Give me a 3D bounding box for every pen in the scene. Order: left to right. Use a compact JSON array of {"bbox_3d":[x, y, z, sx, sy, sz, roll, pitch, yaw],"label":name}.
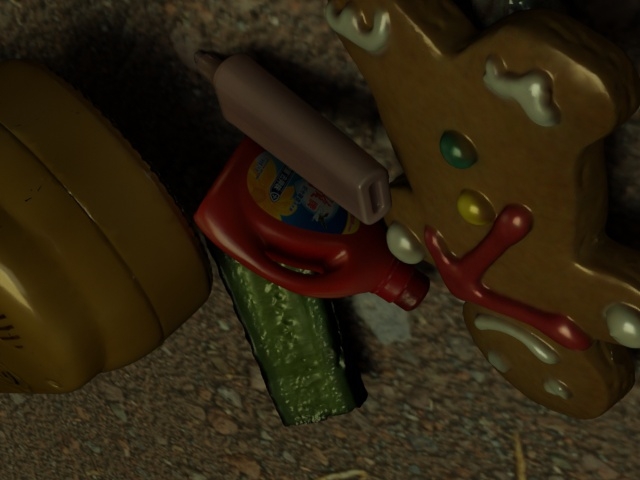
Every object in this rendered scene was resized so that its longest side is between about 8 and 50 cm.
[{"bbox_3d":[-0.026,-0.077,0.688,0.197,0.032,0.053,41,157,35],"label":"pen"}]

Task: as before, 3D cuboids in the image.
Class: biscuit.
[{"bbox_3d":[0.111,0.001,0.632,0.216,0.047,0.339,29,151,38],"label":"biscuit"}]

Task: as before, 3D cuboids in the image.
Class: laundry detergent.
[{"bbox_3d":[0.000,0.000,0.731,0.165,0.097,0.049,33,145,-7],"label":"laundry detergent"}]

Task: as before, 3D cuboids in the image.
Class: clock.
[{"bbox_3d":[-0.219,-0.001,0.798,0.244,0.200,0.317,53,156,-21],"label":"clock"}]

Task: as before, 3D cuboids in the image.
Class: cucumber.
[{"bbox_3d":[-0.028,0.043,0.834,0.078,0.062,0.211,-16,117,5],"label":"cucumber"}]

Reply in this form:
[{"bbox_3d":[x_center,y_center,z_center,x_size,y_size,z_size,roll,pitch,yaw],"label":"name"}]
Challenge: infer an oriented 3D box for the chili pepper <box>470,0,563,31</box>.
[{"bbox_3d":[0.107,-0.109,0.567,0.050,0.041,0.153,48,161,53],"label":"chili pepper"}]
